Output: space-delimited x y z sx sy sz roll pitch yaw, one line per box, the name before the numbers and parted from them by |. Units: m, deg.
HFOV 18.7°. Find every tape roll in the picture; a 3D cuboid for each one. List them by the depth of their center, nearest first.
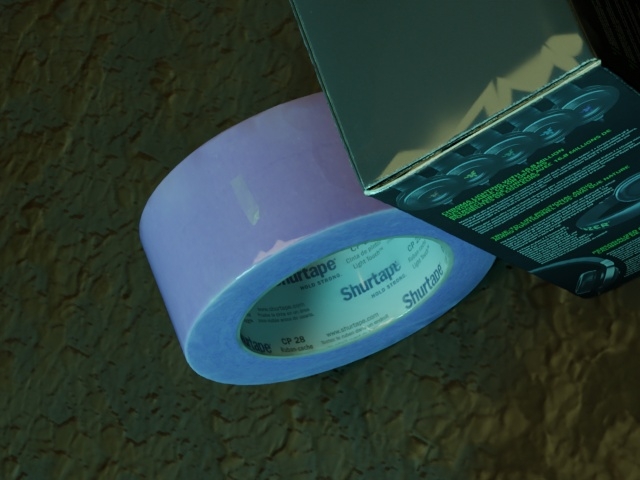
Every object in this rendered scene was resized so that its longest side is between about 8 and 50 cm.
tape roll | 0.000 0.000 1.080 0.189 0.189 0.080 -33 64 20

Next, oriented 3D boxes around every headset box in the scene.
headset box | 0.092 -0.125 1.001 0.131 0.283 0.246 -29 65 21
